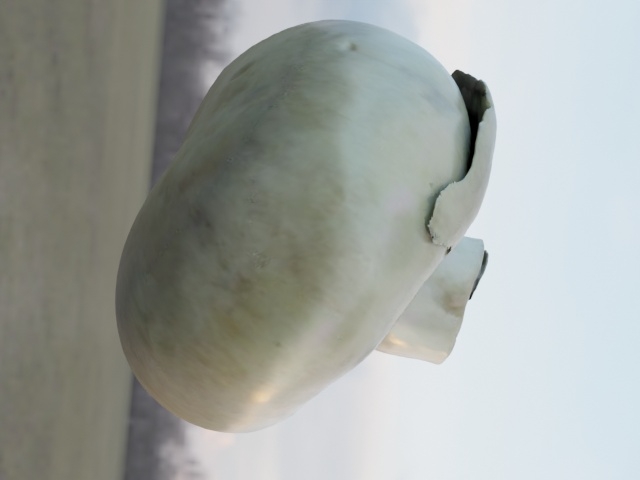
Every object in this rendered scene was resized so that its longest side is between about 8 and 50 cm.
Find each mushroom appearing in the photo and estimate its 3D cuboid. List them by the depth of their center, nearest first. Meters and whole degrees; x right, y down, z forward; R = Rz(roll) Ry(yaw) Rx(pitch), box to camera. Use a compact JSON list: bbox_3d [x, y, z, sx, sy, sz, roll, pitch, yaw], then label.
[{"bbox_3d":[0.000,0.000,0.657,0.154,0.122,0.154,-52,-164,21],"label":"mushroom"}]
